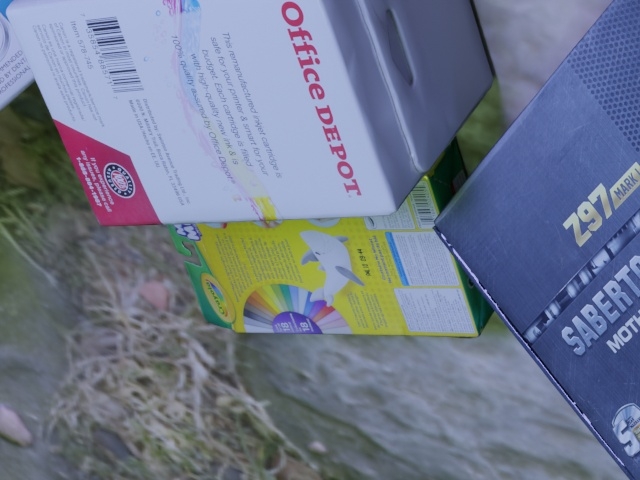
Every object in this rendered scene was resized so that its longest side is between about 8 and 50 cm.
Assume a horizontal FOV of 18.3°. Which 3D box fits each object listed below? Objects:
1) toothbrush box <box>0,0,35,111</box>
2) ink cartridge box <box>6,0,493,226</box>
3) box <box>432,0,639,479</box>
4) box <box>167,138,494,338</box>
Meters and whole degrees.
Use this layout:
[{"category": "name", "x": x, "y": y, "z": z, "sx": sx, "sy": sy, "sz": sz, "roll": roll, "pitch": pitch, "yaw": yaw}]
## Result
[{"category": "toothbrush box", "x": -0.304, "y": -0.140, "z": 1.012, "sx": 0.216, "sy": 0.126, "sz": 0.295, "roll": -42, "pitch": 101, "yaw": 3}, {"category": "ink cartridge box", "x": -0.029, "y": -0.093, "z": 0.949, "sx": 0.176, "sy": 0.127, "sz": 0.128, "roll": -1, "pitch": 123, "yaw": 33}, {"category": "box", "x": 0.173, "y": -0.010, "z": 0.901, "sx": 0.183, "sy": 0.059, "sz": 0.233, "roll": 54, "pitch": 137, "yaw": 15}, {"category": "box", "x": 0.000, "y": 0.000, "z": 1.066, "sx": 0.179, "sy": 0.043, "sz": 0.105, "roll": -1, "pitch": 123, "yaw": 30}]
